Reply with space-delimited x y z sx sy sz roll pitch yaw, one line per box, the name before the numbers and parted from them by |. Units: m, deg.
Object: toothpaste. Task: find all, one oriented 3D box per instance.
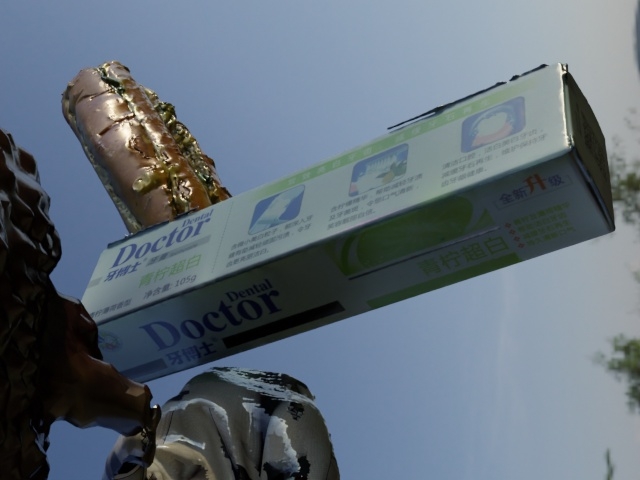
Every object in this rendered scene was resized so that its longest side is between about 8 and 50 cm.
toothpaste | 0.000 0.000 0.571 0.067 0.337 0.081 51 -148 -31

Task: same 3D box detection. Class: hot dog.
hot dog | -0.146 -0.069 0.805 0.115 0.269 0.072 9 -57 -43

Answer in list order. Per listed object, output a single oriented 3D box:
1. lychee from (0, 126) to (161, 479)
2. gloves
lychee | -0.217 0.048 0.412 0.264 0.300 0.264 -166 90 -78
gloves | -0.060 0.151 0.523 0.111 0.128 0.212 -60 2 35
